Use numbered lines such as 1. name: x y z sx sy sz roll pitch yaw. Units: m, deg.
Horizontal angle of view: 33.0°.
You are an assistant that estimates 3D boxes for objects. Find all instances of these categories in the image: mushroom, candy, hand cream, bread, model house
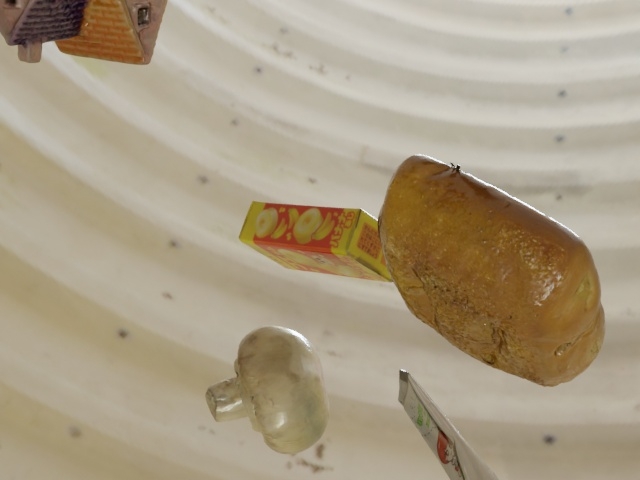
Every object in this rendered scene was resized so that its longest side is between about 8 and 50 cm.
1. mushroom: -0.105 0.297 2.087 0.234 0.254 0.260 -16 -174 1
2. candy: 0.000 0.000 1.938 0.276 0.146 0.088 5 -109 45
3. hand cream: 0.233 0.377 1.932 0.076 0.121 0.336 -22 -128 -20
4. bread: 0.218 0.051 1.467 0.337 0.328 0.148 31 -105 26
5. model house: -0.347 -0.372 1.576 0.202 0.237 0.237 13 -158 25
